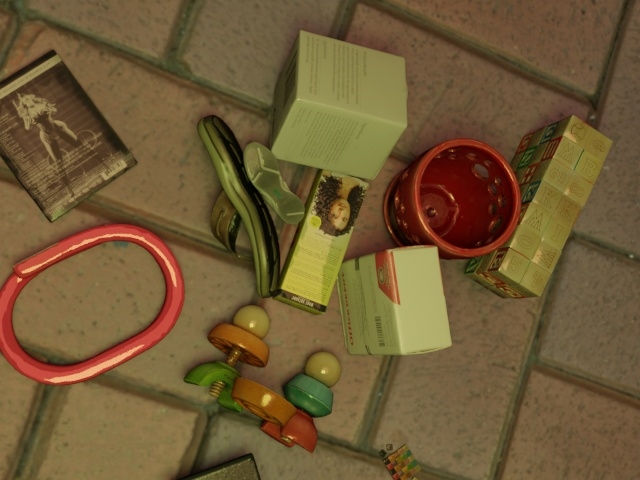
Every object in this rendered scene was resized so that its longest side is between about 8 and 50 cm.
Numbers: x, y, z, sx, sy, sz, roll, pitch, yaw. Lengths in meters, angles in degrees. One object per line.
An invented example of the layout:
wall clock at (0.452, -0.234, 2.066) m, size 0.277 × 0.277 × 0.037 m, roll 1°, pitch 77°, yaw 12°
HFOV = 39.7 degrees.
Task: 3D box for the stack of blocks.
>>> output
stack of blocks at (0.359, -0.050, 1.506) m, size 0.087 × 0.171 × 0.297 m, roll 31°, pitch 77°, yaw -10°

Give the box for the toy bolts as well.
toy bolts at (-0.054, 0.207, 1.357) m, size 0.228 × 0.218 × 0.158 m, roll 40°, pitch 68°, yaw -27°

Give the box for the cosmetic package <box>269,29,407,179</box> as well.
cosmetic package at (0.028, -0.213, 1.418) m, size 0.183 × 0.151 × 0.151 m, roll 13°, pitch 55°, yaw -14°

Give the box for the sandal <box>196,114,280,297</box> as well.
sandal at (-0.138, -0.049, 1.410) m, size 0.086 × 0.120 × 0.303 m, roll -23°, pitch 87°, yaw 8°

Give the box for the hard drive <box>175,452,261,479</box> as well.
hard drive at (-0.150, 0.383, 1.313) m, size 0.135 × 0.022 × 0.094 m, roll -17°, pitch 88°, yaw -17°

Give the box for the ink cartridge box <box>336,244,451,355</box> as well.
ink cartridge box at (0.109, 0.098, 1.393) m, size 0.092 × 0.218 × 0.159 m, roll -6°, pitch 85°, yaw -22°

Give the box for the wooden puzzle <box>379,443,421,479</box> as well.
wooden puzzle at (0.135, 0.373, 1.478) m, size 0.049 × 0.006 × 0.083 m, roll -31°, pitch 92°, yaw -17°

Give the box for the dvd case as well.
dvd case at (-0.417, -0.163, 1.379) m, size 0.164 × 0.018 × 0.221 m, roll -37°, pitch 95°, yaw -15°

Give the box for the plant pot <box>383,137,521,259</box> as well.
plant pot at (0.209, -0.059, 1.462) m, size 0.191 × 0.174 × 0.191 m, roll 2°, pitch 83°, yaw -15°

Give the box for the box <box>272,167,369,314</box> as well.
box at (0.000, 0.000, 1.457) m, size 0.087 × 0.058 × 0.232 m, roll 21°, pitch 79°, yaw -12°

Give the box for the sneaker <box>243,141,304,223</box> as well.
sneaker at (-0.084, -0.092, 1.425) m, size 0.053 × 0.061 × 0.152 m, roll -36°, pitch 116°, yaw -12°

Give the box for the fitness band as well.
fitness band at (-0.351, 0.096, 1.353) m, size 0.291 × 0.054 × 0.209 m, roll -27°, pitch 94°, yaw -16°
